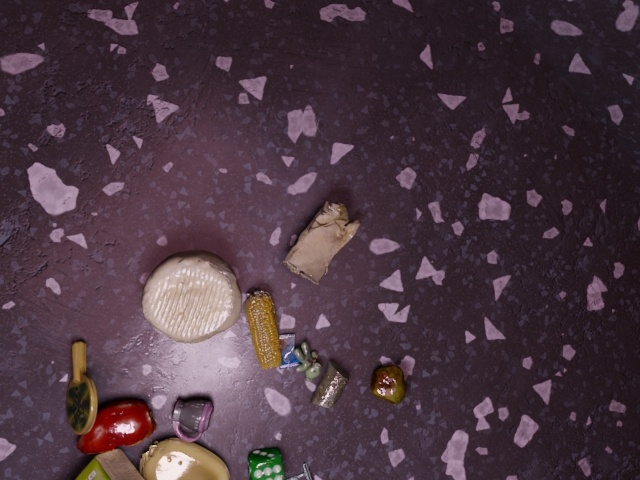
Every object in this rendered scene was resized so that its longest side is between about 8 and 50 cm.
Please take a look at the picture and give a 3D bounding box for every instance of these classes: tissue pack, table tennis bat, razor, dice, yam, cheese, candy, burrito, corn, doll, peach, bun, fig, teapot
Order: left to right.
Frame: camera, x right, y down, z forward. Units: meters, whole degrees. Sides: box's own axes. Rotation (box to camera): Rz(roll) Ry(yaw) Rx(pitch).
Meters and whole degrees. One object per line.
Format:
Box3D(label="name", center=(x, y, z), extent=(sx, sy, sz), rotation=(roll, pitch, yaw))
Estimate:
Box3D(label="table tennis bat", center=(-0.844, 0.515, 1.727), extent=(0.050, 0.198, 0.321), rotation=(9, 65, -50))
Box3D(label="tissue pack", center=(-0.759, 0.898, 1.677), extent=(0.200, 0.167, 0.275), rotation=(40, 90, 19))
Box3D(label="peach", center=(-0.737, 0.656, 1.743), extent=(0.267, 0.159, 0.154), rotation=(-10, 85, -11))
Box3D(label="cheese", center=(-0.519, 0.865, 1.802), extent=(0.316, 0.128, 0.260), rotation=(43, 70, -13))
Box3D(label="teapot", center=(-0.481, 0.657, 1.830), extent=(0.145, 0.116, 0.148), rotation=(13, 113, 0))
Box3D(label="bun", center=(-0.454, 0.201, 1.792), extent=(0.359, 0.211, 0.360), rotation=(0, 89, -2))
Box3D(label="corn", center=(-0.221, 0.341, 1.891), extent=(0.115, 0.115, 0.318), rotation=(-11, 91, -13))
Box3D(label="dice", center=(-0.209, 0.878, 1.871), extent=(0.128, 0.120, 0.131), rotation=(-4, 91, -14))
Box3D(label="razor", center=(-0.141, 0.955, 1.934), extent=(0.211, 0.036, 0.084), rotation=(-18, 75, -7))
Box3D(label="candy", center=(-0.133, 0.437, 1.945), extent=(0.088, 0.038, 0.136), rotation=(-11, 89, -1))
Box3D(label="doll", center=(-0.046, 0.478, 1.933), extent=(0.115, 0.077, 0.151), rotation=(-41, 105, -36))
Box3D(label="burrito", center=(0.002, 0.002, 1.937), extent=(0.190, 0.135, 0.332), rotation=(39, 77, -18))
Box3D(label="yam", center=(0.040, 0.584, 1.950), extent=(0.107, 0.107, 0.183), rotation=(31, 85, -11))
Box3D(label="fig", center=(0.278, 0.594, 1.991), extent=(0.154, 0.144, 0.166), rotation=(-43, 110, -47))
